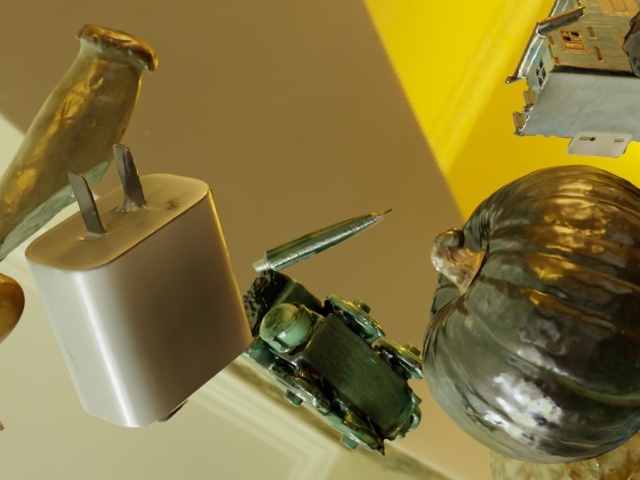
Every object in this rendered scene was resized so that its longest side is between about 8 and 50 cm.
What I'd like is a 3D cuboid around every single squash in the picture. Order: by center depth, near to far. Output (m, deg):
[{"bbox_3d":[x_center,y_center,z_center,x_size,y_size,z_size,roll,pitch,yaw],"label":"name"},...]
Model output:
[{"bbox_3d":[0.159,0.050,0.863,0.218,0.172,0.218,4,-90,-85],"label":"squash"}]

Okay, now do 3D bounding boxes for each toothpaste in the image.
[{"bbox_3d":[0.000,0.000,1.579,0.031,0.204,0.049,67,-155,0],"label":"toothpaste"}]

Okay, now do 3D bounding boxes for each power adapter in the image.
[{"bbox_3d":[-0.186,0.030,1.241,0.187,0.124,0.255,-39,-54,-38],"label":"power adapter"}]

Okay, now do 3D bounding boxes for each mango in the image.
[{"bbox_3d":[-0.320,0.069,1.132,0.114,0.060,0.080,-41,-53,15],"label":"mango"}]

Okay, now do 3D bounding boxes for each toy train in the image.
[{"bbox_3d":[0.013,0.164,1.704,0.299,0.238,0.167,44,-102,-34],"label":"toy train"}]

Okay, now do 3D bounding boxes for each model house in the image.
[{"bbox_3d":[0.361,-0.236,1.596,0.178,0.271,0.206,105,162,-53],"label":"model house"}]

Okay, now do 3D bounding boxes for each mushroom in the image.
[{"bbox_3d":[-0.301,-0.110,1.476,0.087,0.107,0.333,123,171,-73],"label":"mushroom"}]

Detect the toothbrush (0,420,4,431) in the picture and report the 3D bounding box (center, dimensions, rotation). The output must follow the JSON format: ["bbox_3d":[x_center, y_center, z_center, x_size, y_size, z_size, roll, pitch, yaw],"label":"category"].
[{"bbox_3d":[-0.487,0.191,1.644,0.024,0.257,0.018,-43,-44,-21],"label":"toothbrush"}]

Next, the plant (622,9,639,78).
[{"bbox_3d":[0.481,-0.245,1.338,0.276,0.188,0.199,-41,15,40],"label":"plant"}]

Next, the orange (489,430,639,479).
[{"bbox_3d":[0.342,0.287,1.236,0.271,0.369,0.210,120,161,-55],"label":"orange"}]

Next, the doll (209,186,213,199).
[{"bbox_3d":[-0.204,-0.011,1.672,0.207,0.129,0.081,-63,-29,-57],"label":"doll"}]
